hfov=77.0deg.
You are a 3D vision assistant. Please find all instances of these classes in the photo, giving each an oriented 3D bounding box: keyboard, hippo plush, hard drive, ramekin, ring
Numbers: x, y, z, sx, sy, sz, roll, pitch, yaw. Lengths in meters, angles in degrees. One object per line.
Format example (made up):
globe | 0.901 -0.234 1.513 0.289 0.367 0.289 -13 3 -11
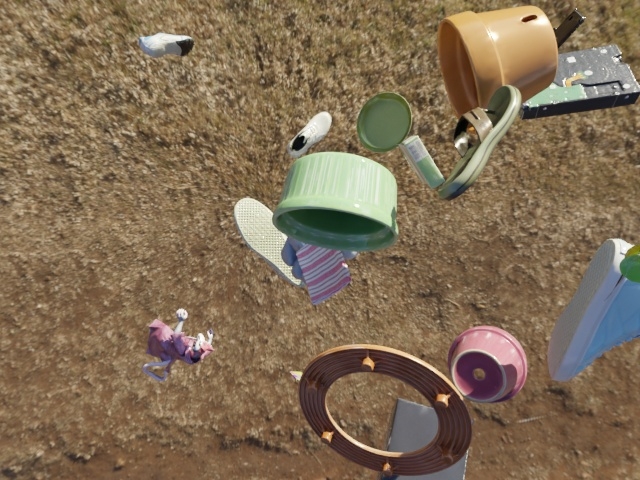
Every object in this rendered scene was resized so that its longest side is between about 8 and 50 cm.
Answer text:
keyboard | 0.636 -0.541 1.109 0.023 0.108 0.180 27 133 -14
hippo plush | 0.000 0.000 1.398 0.237 0.234 0.294 -24 83 -30
hard drive | 0.820 -0.522 1.332 0.339 0.064 0.236 -6 59 10
ramekin | 0.044 -0.088 0.983 0.304 0.303 0.148 12 73 -8
ring | 0.111 0.340 0.768 0.337 0.032 0.336 8 119 15

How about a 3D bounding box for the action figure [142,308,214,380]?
action figure | -0.592 0.446 1.663 0.248 0.370 0.275 47 56 -38

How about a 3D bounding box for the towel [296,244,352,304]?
towel | 0.004 0.074 1.185 0.144 0.029 0.197 -37 55 23

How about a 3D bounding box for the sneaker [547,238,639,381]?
sneaker | 0.600 0.178 0.834 0.150 0.135 0.365 17 126 16

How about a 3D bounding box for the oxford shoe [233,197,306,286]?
oxford shoe | -0.202 0.018 1.691 0.169 0.130 0.449 -43 94 -11

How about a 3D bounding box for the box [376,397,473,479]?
box | 0.239 0.592 1.016 0.179 0.343 0.312 13 66 13

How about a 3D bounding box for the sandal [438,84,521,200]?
sandal | 0.313 -0.215 0.819 0.086 0.120 0.302 35 70 2

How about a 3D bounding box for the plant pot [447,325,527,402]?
plant pot | 0.422 0.333 1.048 0.201 0.180 0.201 -2 85 30

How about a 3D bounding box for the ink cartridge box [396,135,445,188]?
ink cartridge box | 0.333 -0.269 1.362 0.056 0.235 0.171 -33 99 13

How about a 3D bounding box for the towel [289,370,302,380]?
towel | -0.088 0.553 1.637 0.060 0.083 0.009 17 91 -30

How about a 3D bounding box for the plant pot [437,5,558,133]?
plant pot | 0.439 -0.442 1.006 0.204 0.291 0.290 -20 98 9

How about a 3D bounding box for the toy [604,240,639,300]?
toy | 0.493 -0.008 0.569 0.237 0.056 0.136 -30 140 -31

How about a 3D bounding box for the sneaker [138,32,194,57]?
sneaker | -0.564 -0.734 1.496 0.086 0.237 0.085 44 129 3

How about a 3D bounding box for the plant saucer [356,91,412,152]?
plant saucer | 0.260 -0.473 1.629 0.241 0.037 0.240 2 94 33

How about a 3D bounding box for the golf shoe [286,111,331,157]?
golf shoe | -0.032 -0.326 1.243 0.069 0.086 0.176 43 97 -6
